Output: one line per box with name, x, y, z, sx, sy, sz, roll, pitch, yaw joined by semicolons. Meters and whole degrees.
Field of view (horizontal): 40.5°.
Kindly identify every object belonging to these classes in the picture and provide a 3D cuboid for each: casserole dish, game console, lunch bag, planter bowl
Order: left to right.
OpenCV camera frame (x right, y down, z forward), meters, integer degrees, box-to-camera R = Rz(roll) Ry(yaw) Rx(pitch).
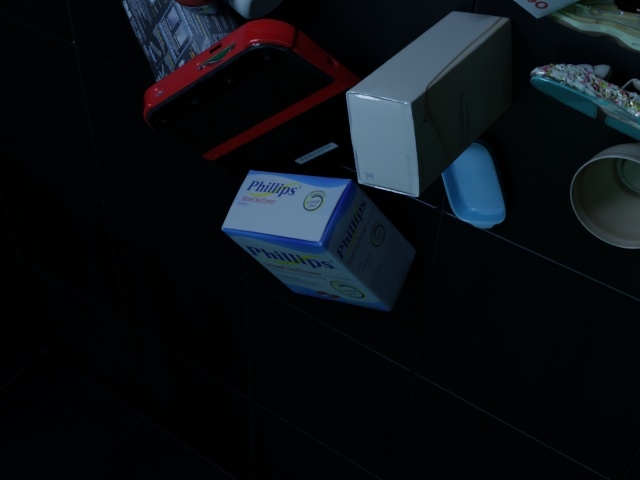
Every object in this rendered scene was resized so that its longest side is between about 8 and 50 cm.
lunch bag;-0.226;-0.431;1.524;0.083;0.071;0.053;35;97;15
game console;-0.103;-0.241;1.611;0.387;0.060;0.342;-21;145;40
casserole dish;0.277;-0.109;1.555;0.114;0.037;0.188;5;126;41
planter bowl;0.480;-0.084;1.326;0.162;0.109;0.162;25;138;25

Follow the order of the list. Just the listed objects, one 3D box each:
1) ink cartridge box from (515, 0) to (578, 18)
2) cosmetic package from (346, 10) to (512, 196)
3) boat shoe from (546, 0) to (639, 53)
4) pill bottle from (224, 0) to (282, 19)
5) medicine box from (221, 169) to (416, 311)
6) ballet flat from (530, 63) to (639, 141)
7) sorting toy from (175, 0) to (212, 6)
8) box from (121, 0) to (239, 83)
ink cartridge box;0.329;-0.417;1.093;0.201;0.117;0.278;24;156;-34
cosmetic package;0.176;-0.217;1.329;0.113;0.309;0.160;16;134;32
boat shoe;0.406;-0.326;1.227;0.190;0.068;0.072;23;125;13
pill bottle;-0.184;-0.536;1.499;0.301;0.169;0.169;40;142;8
medicine box;0.000;0.000;1.737;0.264;0.149;0.289;8;156;39
ballet flat;0.432;-0.213;1.288;0.241;0.077;0.091;31;175;14
sorting toy;-0.153;-0.540;1.343;0.127;0.126;0.365;35;101;8
box;-0.265;-0.410;1.680;0.242;0.077;0.307;-40;71;51
